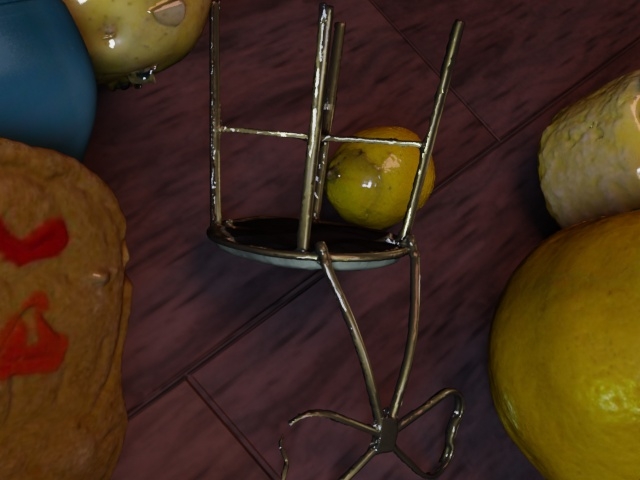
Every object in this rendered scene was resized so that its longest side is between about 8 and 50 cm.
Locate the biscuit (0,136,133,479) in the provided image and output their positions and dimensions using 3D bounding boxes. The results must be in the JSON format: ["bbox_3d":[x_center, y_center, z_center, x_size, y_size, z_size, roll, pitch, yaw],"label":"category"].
[{"bbox_3d":[-0.188,0.075,0.581,0.049,0.257,0.273,19,27,33],"label":"biscuit"}]

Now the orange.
[{"bbox_3d":[0.263,0.089,0.915,0.279,0.279,0.235,-6,83,-43],"label":"orange"}]

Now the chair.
[{"bbox_3d":[0.000,0.000,0.877,0.160,0.170,0.325,-3,101,-42],"label":"chair"}]

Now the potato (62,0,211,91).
[{"bbox_3d":[-0.168,-0.196,0.875,0.173,0.140,0.300,-8,32,-9],"label":"potato"}]

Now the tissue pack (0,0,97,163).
[{"bbox_3d":[-0.257,-0.050,0.649,0.206,0.198,0.287,50,40,4],"label":"tissue pack"}]

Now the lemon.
[{"bbox_3d":[0.050,-0.052,1.001,0.111,0.082,0.082,-23,72,-49],"label":"lemon"}]

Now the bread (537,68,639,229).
[{"bbox_3d":[0.302,-0.067,1.160,0.197,0.170,0.197,14,60,-26],"label":"bread"}]
